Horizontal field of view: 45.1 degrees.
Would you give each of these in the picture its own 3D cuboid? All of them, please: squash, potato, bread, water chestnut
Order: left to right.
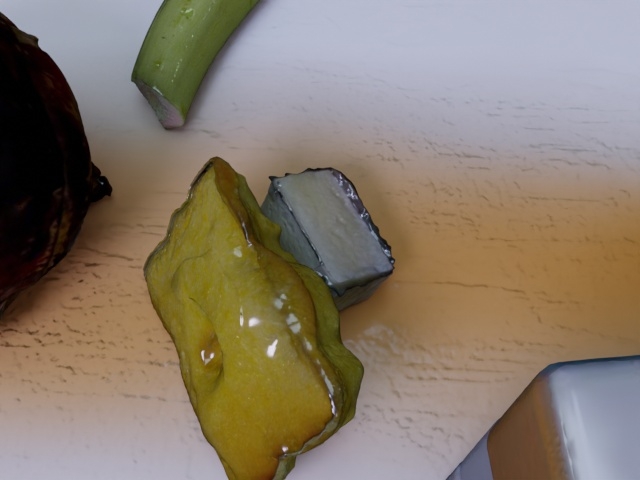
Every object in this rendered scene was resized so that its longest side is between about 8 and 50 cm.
[{"bbox_3d":[-0.304,-0.058,0.600,0.289,0.244,0.289,0,72,1],"label":"water chestnut"},{"bbox_3d":[-0.113,-0.230,0.771,0.083,0.083,0.250,22,68,11],"label":"squash"},{"bbox_3d":[-0.053,0.067,0.593,0.088,0.160,0.233,-4,55,-34],"label":"bread"},{"bbox_3d":[0.001,0.002,0.656,0.086,0.061,0.122,-15,64,-35],"label":"potato"}]

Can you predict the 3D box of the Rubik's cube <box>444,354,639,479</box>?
[{"bbox_3d":[0.265,0.256,0.385,0.347,0.344,0.346,-3,62,-2],"label":"Rubik's cube"}]
